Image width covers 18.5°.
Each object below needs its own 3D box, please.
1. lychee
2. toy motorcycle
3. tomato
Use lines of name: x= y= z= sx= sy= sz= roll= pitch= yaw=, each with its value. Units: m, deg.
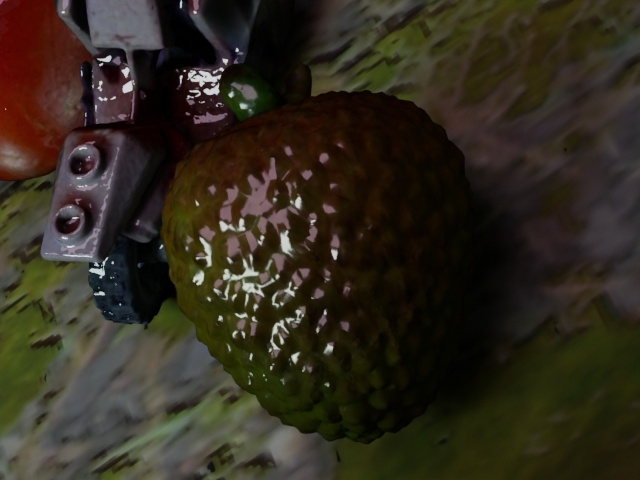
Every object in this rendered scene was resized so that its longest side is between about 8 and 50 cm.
lychee: x=0.000 y=0.000 z=0.697 sx=0.114 sy=0.114 sz=0.146 roll=-25 pitch=68 yaw=26
toy motorcycle: x=-0.068 y=-0.077 z=0.789 sx=0.082 sy=0.122 sz=0.213 roll=1 pitch=69 yaw=24
tomato: x=-0.149 y=-0.126 z=0.903 sx=0.174 sy=0.082 sz=0.166 roll=35 pitch=92 yaw=41
